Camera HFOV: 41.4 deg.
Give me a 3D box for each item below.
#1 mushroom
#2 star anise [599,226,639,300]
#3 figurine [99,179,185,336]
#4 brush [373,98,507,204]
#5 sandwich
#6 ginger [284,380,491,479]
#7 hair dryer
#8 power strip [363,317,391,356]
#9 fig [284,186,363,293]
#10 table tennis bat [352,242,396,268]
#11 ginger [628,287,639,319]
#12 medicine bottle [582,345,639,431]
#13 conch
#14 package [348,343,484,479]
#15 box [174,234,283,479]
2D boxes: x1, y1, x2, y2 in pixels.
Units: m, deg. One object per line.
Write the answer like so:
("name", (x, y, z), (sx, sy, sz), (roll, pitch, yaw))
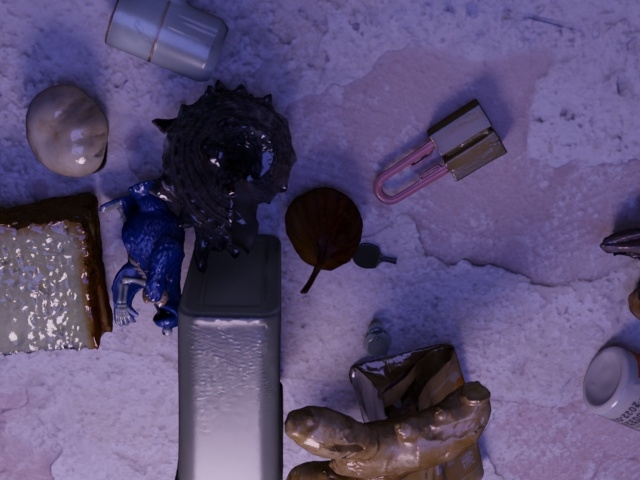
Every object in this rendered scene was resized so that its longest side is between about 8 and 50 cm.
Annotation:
("mushroom", (-0.403, -0.179, 1.377), (0.154, 0.122, 0.154), (18, 121, 31))
("star anise", (0.628, 0.013, 1.516), (0.257, 0.110, 0.198), (-20, 89, -11))
("figurine", (-0.280, 0.030, 1.443), (0.164, 0.120, 0.262), (-7, 92, 43))
("brush", (0.194, -0.138, 1.461), (0.233, 0.047, 0.103), (-31, 112, 12))
("sandwich", (-0.537, 0.060, 1.466), (0.325, 0.131, 0.262), (-3, 115, -4))
("ginger", (0.111, 0.373, 1.463), (0.348, 0.122, 0.363), (-2, 136, -4))
("hair dryer", (-0.188, -0.435, 1.289), (0.173, 0.107, 0.357), (20, 105, -14))
("power strip", (0.107, 0.185, 1.613), (0.055, 0.035, 0.083), (-8, 127, 1))
("fig", (0.000, 0.000, 1.432), (0.133, 0.201, 0.146), (-35, 105, 22))
("table tennis bat", (0.099, 0.031, 1.551), (0.083, 0.007, 0.050), (10, 113, -6))
("ginger", (0.674, 0.122, 1.579), (0.204, 0.104, 0.080), (5, 83, -8))
("medicine bottle", (0.647, 0.307, 1.632), (0.252, 0.144, 0.144), (24, 111, -14))
("conch", (-0.147, -0.107, 1.359), (0.240, 0.313, 0.186), (28, 146, -37))
("package", (0.196, 0.386, 1.630), (0.221, 0.165, 0.311), (-13, 115, 3))
("box", (-0.145, 0.205, 1.434), (0.177, 0.352, 0.344), (2, 111, -3))
